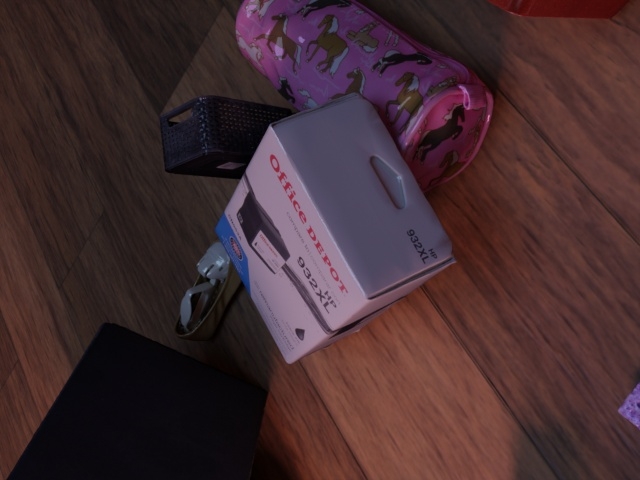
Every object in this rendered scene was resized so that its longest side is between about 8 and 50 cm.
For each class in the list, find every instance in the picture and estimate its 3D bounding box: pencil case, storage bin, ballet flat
[{"bbox_3d":[0.047,-0.218,1.019,0.386,0.160,0.167,46,164,34],"label":"pencil case"},{"bbox_3d":[-0.134,-0.148,1.171,0.122,0.180,0.084,-14,80,43],"label":"storage bin"},{"bbox_3d":[-0.176,0.071,1.282,0.080,0.073,0.232,39,115,37],"label":"ballet flat"}]

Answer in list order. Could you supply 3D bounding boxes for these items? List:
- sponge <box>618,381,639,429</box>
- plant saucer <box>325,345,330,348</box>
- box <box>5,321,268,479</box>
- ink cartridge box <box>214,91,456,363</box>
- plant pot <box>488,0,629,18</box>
[{"bbox_3d":[0.404,0.191,0.754,0.210,0.031,0.117,44,118,35],"label":"sponge"},{"bbox_3d":[0.004,0.116,1.150,0.083,0.015,0.083,-1,89,44],"label":"plant saucer"},{"bbox_3d":[-0.323,0.460,1.109,0.480,0.298,0.471,-81,16,-64],"label":"box"},{"bbox_3d":[0.000,0.000,0.970,0.223,0.129,0.307,61,154,10],"label":"ink cartridge box"},{"bbox_3d":[0.232,-0.367,0.790,0.267,0.267,0.235,44,130,35],"label":"plant pot"}]
